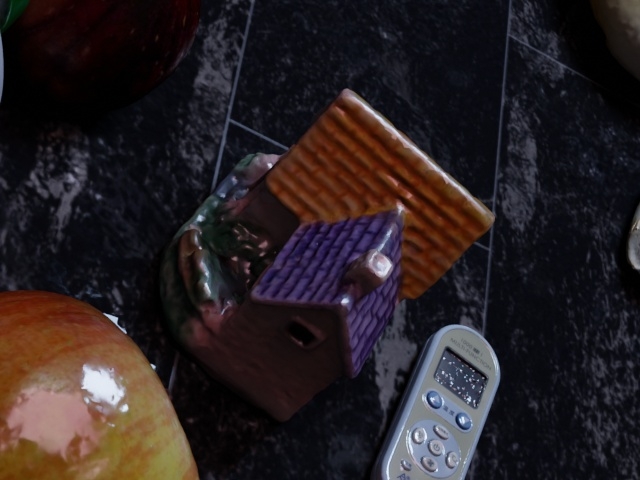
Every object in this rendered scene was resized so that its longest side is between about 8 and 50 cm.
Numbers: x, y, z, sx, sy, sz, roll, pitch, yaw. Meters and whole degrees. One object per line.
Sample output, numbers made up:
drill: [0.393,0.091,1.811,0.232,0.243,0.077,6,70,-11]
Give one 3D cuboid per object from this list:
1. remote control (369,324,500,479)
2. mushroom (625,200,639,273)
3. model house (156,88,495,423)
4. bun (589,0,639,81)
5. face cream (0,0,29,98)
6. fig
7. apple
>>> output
remote control: [0.112,0.182,1.659,0.087,0.047,0.244,35,47,-8]
mushroom: [0.406,-0.022,1.996,0.209,0.071,0.084,-56,129,-41]
model house: [0.000,0.000,1.563,0.202,0.237,0.237,45,46,-5]
bun: [0.453,-0.300,2.145,0.299,0.165,0.299,9,74,-34]
face cream: [-0.409,-0.172,1.388,0.312,0.219,0.357,39,43,-7]
fig: [-0.180,-0.237,1.579,0.186,0.249,0.204,32,48,-29]
apple: [-0.234,0.185,1.244,0.301,0.301,0.302,19,52,-26]
